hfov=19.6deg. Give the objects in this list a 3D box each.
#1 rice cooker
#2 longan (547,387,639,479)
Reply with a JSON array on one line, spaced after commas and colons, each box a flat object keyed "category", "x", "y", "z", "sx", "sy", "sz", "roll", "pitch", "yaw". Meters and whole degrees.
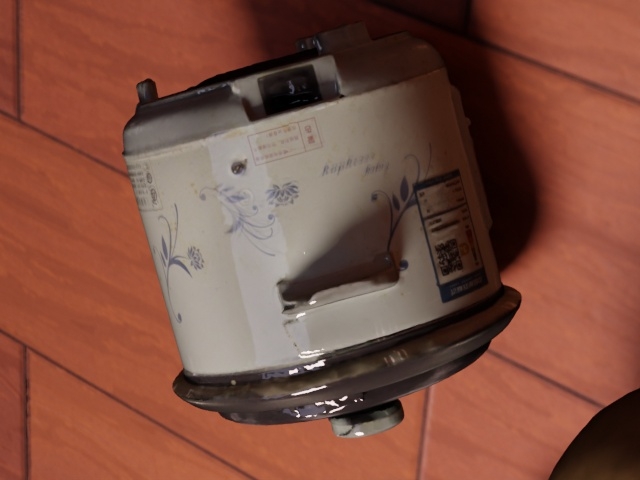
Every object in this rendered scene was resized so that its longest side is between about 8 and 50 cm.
[{"category": "rice cooker", "x": 0.000, "y": 0.000, "z": 1.350, "sx": 0.316, "sy": 0.264, "sz": 0.316, "roll": 164, "pitch": 90, "yaw": -83}, {"category": "longan", "x": 0.261, "y": 0.213, "z": 1.219, "sx": 0.258, "sy": 0.258, "sz": 0.258, "roll": 20, "pitch": 122, "yaw": 36}]
